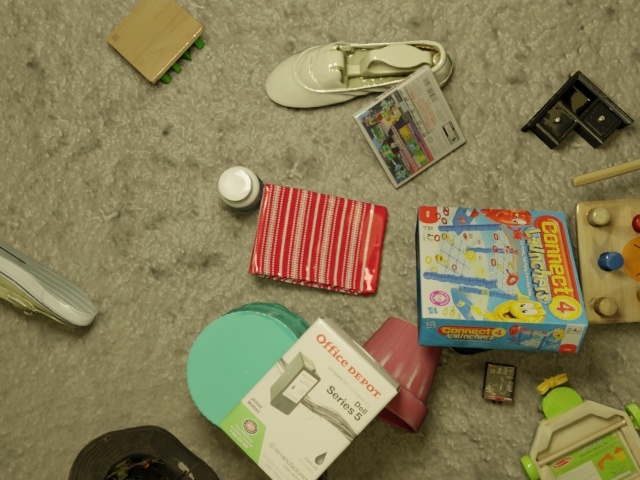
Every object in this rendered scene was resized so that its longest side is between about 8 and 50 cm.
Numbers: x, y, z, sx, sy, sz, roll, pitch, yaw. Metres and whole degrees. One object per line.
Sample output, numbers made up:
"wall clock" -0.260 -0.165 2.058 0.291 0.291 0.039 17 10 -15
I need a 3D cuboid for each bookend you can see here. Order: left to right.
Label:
"bookend" 0.536 -0.242 1.687 0.156 0.072 0.157 44 90 3

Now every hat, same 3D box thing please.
"hat" -0.364 0.548 1.635 0.331 0.331 0.134 35 127 3

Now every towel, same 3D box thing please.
"towel" 0.000 0.000 1.689 0.275 0.031 0.198 11 87 -12

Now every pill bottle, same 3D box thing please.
"pill bottle" -0.165 -0.108 1.667 0.087 0.160 0.087 0 87 3

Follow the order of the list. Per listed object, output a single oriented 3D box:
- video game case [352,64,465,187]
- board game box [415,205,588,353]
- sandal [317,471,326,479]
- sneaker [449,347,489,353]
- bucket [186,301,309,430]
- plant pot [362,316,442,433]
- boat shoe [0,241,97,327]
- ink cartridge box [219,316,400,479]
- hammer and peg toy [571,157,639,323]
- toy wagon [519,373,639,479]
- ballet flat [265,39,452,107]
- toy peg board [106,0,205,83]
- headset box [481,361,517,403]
"video game case" 0.187 -0.233 1.671 0.183 0.023 0.201 -34 124 0
"board game box" 0.343 0.069 1.585 0.302 0.086 0.308 2 45 2
"sandal" -0.021 0.532 1.692 0.067 0.040 0.179 0 87 3
"sneaker" 0.397 0.156 1.638 0.293 0.146 0.102 -29 87 1
"bucket" -0.136 0.260 1.638 0.281 0.183 0.281 0 88 4
"plant pot" 0.151 0.264 1.632 0.201 0.201 0.180 32 74 3
"boat shoe" -0.613 0.108 1.718 0.302 0.109 0.094 32 105 12
"ink cartridge box" -0.016 0.301 1.474 0.198 0.115 0.273 43 91 9
"hammer and peg toy" 0.647 -0.014 1.646 0.266 0.127 0.361 -4 87 4
"toy wagon" 0.549 0.433 1.660 0.267 0.068 0.344 -27 86 1
"ballet flat" 0.078 -0.366 1.683 0.400 0.139 0.139 -4 87 3
"toy peg board" -0.346 -0.432 1.742 0.161 0.079 0.161 43 89 19
"headset box" 0.375 0.302 1.690 0.062 0.032 0.083 7 89 3
